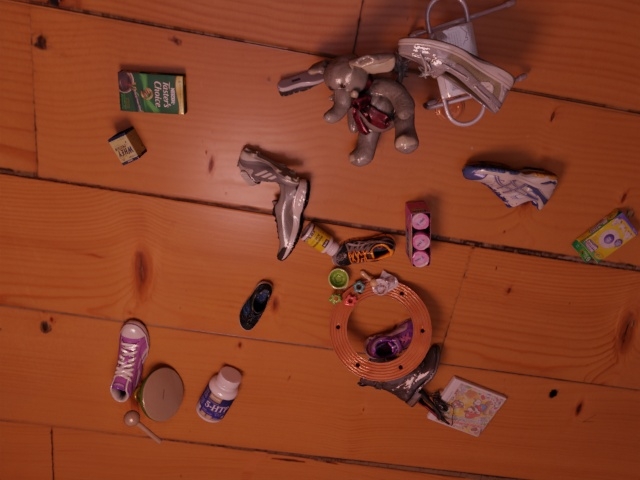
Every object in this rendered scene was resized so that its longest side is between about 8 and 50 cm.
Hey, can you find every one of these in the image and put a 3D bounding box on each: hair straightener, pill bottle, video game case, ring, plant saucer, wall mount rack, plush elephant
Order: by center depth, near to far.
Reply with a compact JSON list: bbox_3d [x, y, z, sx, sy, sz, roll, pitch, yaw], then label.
[{"bbox_3d":[0.108,-0.385,1.417,0.256,0.272,0.329,10,89,-31],"label":"plush elephant"},{"bbox_3d":[0.411,-0.504,1.448,0.304,0.130,0.349,-14,109,9],"label":"wall mount rack"},{"bbox_3d":[0.381,-0.388,1.560,0.084,0.013,0.083,-1,114,-1],"label":"plant saucer"},{"bbox_3d":[0.000,0.000,1.692,0.116,0.065,0.065,33,109,-15],"label":"pill bottle"},{"bbox_3d":[0.196,0.293,1.756,0.337,0.032,0.336,-1,79,5],"label":"ring"},{"bbox_3d":[-0.359,0.547,1.896,0.112,0.112,0.186,26,110,-12],"label":"pill bottle"},{"bbox_3d":[0.416,0.595,1.951,0.230,0.047,0.089,45,110,-5],"label":"hair straightener"},{"bbox_3d":[0.550,0.628,2.000,0.227,0.026,0.206,23,111,-11],"label":"video game case"}]

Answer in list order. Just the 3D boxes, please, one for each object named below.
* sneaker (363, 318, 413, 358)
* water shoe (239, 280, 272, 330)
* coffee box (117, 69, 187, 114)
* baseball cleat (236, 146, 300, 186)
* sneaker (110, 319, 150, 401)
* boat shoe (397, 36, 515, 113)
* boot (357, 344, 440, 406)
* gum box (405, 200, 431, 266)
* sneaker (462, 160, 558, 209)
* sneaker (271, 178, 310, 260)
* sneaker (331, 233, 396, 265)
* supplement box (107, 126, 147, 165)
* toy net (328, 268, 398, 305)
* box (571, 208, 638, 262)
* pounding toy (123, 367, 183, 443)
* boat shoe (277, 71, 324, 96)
[{"bbox_3d":[0.264,0.344,1.809,0.237,0.104,0.095,-24,88,-1],"label":"sneaker"},{"bbox_3d":[-0.224,0.229,1.777,0.073,0.080,0.203,21,111,-10],"label":"water shoe"},{"bbox_3d":[-0.476,-0.421,1.509,0.184,0.040,0.113,4,113,-3],"label":"coffee box"},{"bbox_3d":[-0.157,-0.196,1.587,0.206,0.072,0.109,34,121,14],"label":"baseball cleat"},{"bbox_3d":[-0.655,0.423,1.809,0.102,0.161,0.281,8,112,-3],"label":"sneaker"},{"bbox_3d":[0.337,-0.426,1.346,0.321,0.118,0.103,18,102,-15],"label":"boat shoe"},{"bbox_3d":[0.278,0.445,1.877,0.229,0.091,0.262,29,92,2],"label":"boot"},{"bbox_3d":[0.306,-0.017,1.668,0.062,0.107,0.188,-5,114,1],"label":"gum box"},{"bbox_3d":[0.568,-0.161,1.611,0.297,0.112,0.130,9,113,-5],"label":"sneaker"},{"bbox_3d":[-0.105,-0.067,1.651,0.108,0.100,0.271,13,107,3],"label":"sneaker"},{"bbox_3d":[0.139,0.037,1.702,0.215,0.083,0.084,-18,114,8],"label":"sneaker"},{"bbox_3d":[-0.561,-0.276,1.547,0.056,0.083,0.083,-22,113,9],"label":"supplement box"},{"bbox_3d":[0.142,0.155,1.748,0.233,0.045,0.122,0,82,3],"label":"toy net"},{"bbox_3d":[0.921,-0.006,1.724,0.179,0.043,0.105,-41,108,17],"label":"box"},{"bbox_3d":[-0.597,0.563,1.860,0.110,0.236,0.183,-10,132,31],"label":"pounding toy"},{"bbox_3d":[-0.053,-0.446,1.511,0.142,0.049,0.040,-14,149,-3],"label":"boat shoe"}]
